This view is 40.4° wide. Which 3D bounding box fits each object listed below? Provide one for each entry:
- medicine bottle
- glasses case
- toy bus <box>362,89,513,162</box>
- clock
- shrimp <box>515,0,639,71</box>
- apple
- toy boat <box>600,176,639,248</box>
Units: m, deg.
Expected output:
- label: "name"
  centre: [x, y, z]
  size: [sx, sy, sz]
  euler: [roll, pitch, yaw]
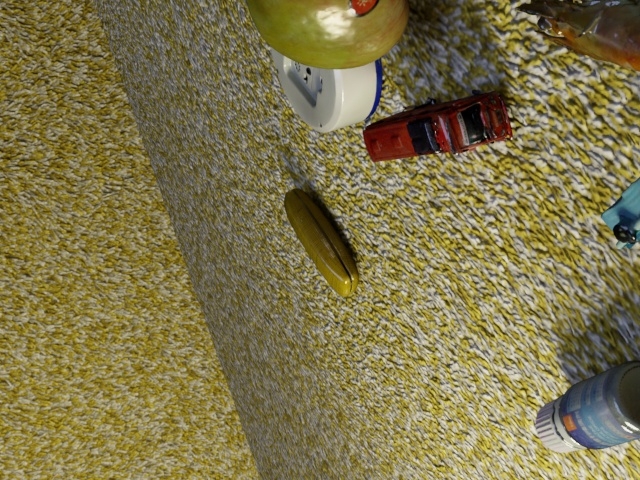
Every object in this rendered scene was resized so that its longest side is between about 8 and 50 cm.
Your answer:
- label: "medicine bottle"
  centre: [0.326, 0.201, 1.020]
  size: [0.083, 0.083, 0.203]
  euler: [63, 159, 13]
- label: "glasses case"
  centre: [0.000, 0.000, 1.614]
  size: [0.234, 0.064, 0.079]
  euler: [57, 157, 27]
- label: "toy bus"
  centre: [0.144, -0.140, 1.109]
  size: [0.235, 0.096, 0.073]
  euler: [6, 118, 67]
- label: "clock"
  centre: [0.003, -0.281, 1.327]
  size: [0.230, 0.083, 0.230]
  euler: [49, 153, 36]
- label: "shrimp"
  centre: [0.271, -0.222, 0.786]
  size: [0.249, 0.068, 0.150]
  euler: [12, 108, 59]
- label: "apple"
  centre: [0.002, -0.336, 1.063]
  size: [0.261, 0.194, 0.260]
  euler: [-14, -90, -80]
- label: "toy boat"
  centre: [0.336, -0.055, 0.742]
  size: [0.098, 0.109, 0.238]
  euler: [41, 155, 12]
